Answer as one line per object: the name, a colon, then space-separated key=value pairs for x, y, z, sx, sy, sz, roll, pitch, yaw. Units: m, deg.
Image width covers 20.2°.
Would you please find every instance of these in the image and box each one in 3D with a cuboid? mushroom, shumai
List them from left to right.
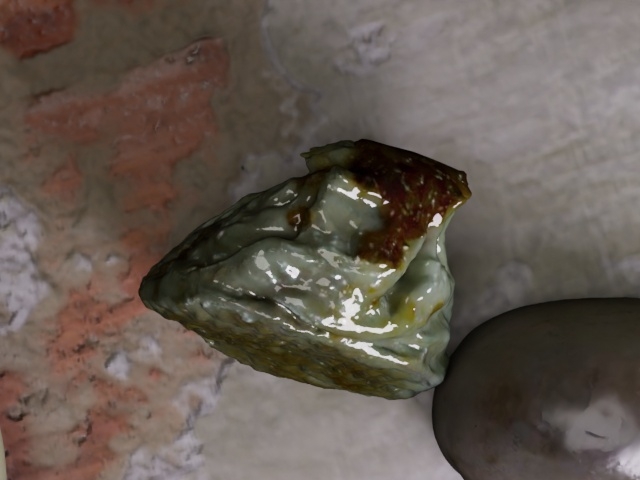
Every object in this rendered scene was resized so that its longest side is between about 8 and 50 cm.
shumai: x=-0.006 y=-0.001 z=1.004 sx=0.184 sy=0.184 sz=0.141 roll=16 pitch=75 yaw=7
mushroom: x=0.150 y=0.101 z=1.004 sx=0.188 sy=0.117 sz=0.141 roll=-2 pitch=85 yaw=14

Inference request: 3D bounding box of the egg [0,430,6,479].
egg: x=-0.276 y=0.132 z=1.034 sx=0.189 sy=0.188 sz=0.253 roll=-17 pitch=99 yaw=11
